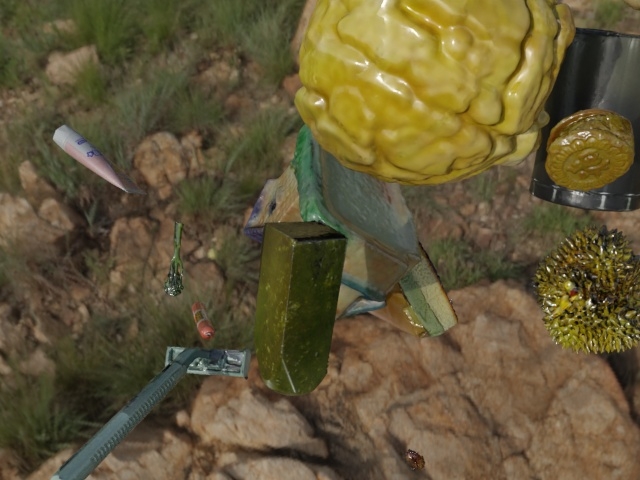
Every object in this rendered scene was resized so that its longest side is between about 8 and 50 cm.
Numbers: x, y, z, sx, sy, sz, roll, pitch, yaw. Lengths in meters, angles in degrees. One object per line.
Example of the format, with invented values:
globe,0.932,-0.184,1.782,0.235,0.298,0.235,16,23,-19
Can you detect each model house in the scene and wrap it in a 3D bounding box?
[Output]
model house,0.000,0.000,1.447,0.245,0.280,0.312,26,36,-25

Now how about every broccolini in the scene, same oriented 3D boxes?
broccolini,-0.256,0.032,1.408,0.030,0.140,0.035,-9,23,-39

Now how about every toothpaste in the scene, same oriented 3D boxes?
toothpaste,-0.397,-0.139,1.434,0.194,0.067,0.043,37,100,15

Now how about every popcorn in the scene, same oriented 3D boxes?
popcorn,0.143,-0.242,1.103,0.354,0.390,0.344,-47,64,-3

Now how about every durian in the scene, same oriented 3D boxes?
durian,0.550,0.109,1.619,0.258,0.258,0.293,12,34,15

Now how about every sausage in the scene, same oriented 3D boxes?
sausage,-0.253,0.171,1.724,0.034,0.034,0.253,-20,14,-11

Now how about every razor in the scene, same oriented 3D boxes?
razor,-0.136,0.128,0.624,0.084,0.036,0.211,-2,15,23

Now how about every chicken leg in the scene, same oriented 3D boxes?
chicken leg,0.189,0.440,1.594,0.036,0.083,0.021,5,52,23

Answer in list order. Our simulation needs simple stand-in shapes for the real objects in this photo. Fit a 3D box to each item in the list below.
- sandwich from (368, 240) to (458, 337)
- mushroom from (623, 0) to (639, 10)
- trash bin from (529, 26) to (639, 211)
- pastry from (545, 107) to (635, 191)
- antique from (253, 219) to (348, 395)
sandwich,0.157,0.106,1.660,0.108,0.186,0.220,-30,92,-31
mushroom,0.397,-0.250,0.845,0.108,0.247,0.096,-27,61,33
trash bin,0.497,-0.219,1.424,0.252,0.301,0.203,8,16,11
pastry,0.305,-0.102,0.908,0.109,0.097,0.057,20,50,-20
antique,-0.031,0.089,1.015,0.080,0.221,0.081,-2,20,-30
